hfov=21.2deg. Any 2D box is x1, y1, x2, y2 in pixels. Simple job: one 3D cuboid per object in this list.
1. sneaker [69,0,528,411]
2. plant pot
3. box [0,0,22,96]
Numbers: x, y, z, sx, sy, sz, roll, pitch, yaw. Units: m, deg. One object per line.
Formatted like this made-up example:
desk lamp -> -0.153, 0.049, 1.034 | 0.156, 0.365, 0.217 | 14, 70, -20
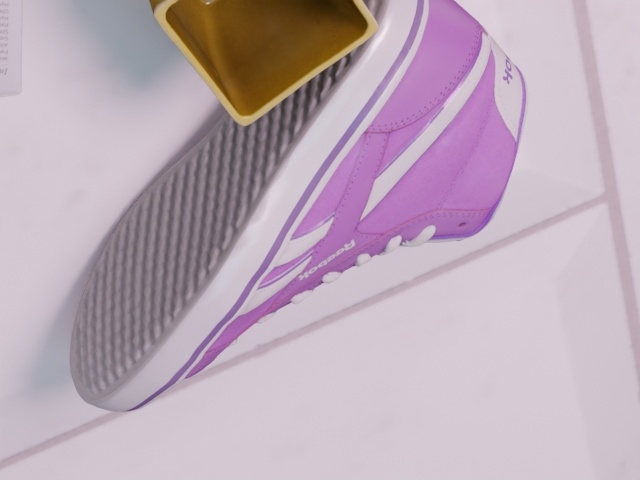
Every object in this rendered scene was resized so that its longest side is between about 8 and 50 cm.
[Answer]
sneaker -> 0.001, 0.000, 0.905 | 0.161, 0.102, 0.282 | 31, 107, -40
plant pot -> -0.037, -0.122, 0.808 | 0.081, 0.083, 0.081 | -35, 130, 4
box -> -0.186, -0.118, 0.733 | 0.102, 0.101, 0.087 | -6, 125, -21
